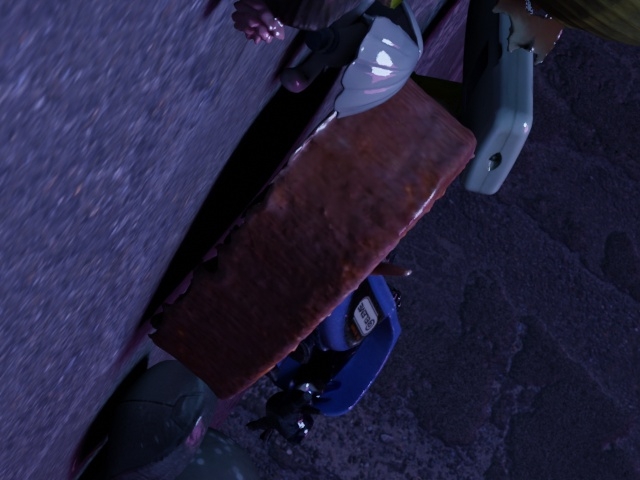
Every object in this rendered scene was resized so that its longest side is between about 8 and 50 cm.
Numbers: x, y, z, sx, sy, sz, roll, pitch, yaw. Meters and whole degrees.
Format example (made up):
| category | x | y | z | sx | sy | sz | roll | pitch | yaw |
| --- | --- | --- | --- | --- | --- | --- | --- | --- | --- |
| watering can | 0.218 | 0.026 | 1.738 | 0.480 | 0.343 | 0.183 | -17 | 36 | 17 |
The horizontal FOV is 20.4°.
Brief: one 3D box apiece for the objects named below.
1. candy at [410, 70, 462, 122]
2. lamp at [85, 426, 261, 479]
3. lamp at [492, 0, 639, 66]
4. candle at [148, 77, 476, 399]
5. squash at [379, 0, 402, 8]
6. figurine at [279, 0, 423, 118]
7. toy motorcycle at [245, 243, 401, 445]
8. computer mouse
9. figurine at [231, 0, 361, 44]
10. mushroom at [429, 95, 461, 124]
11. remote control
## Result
| category | x | y | z | sx | sy | sz | roll | pitch | yaw |
| --- | --- | --- | --- | --- | --- | --- | --- | --- | --- |
| candy | 0.141 | -0.147 | 2.037 | 0.178 | 0.032 | 0.102 | 17 | -114 | 47 |
| lamp | -0.189 | 0.300 | 1.682 | 0.314 | 0.182 | 0.182 | -37 | 169 | -25 |
| lamp | 0.225 | -0.241 | 1.276 | 0.284 | 0.250 | 0.250 | -51 | 179 | 30 |
| candle | 0.000 | 0.000 | 1.342 | 0.287 | 0.131 | 0.317 | -47 | -179 | -2 |
| squash | 0.085 | -0.225 | 0.966 | 0.250 | 0.083 | 0.083 | -50 | 175 | -19 |
| figurine | 0.023 | -0.129 | 1.153 | 0.086 | 0.082 | 0.094 | -30 | 151 | -38 |
| toy motorcycle | -0.008 | 0.084 | 1.752 | 0.213 | 0.125 | 0.358 | -52 | 157 | -12 |
| computer mouse | -0.152 | 0.160 | 1.541 | 0.113 | 0.068 | 0.229 | -67 | -168 | -22 |
| figurine | 0.000 | -0.140 | 0.797 | 0.072 | 0.054 | 0.129 | -48 | 172 | -30 |
| mushroom | 0.030 | -0.026 | 1.925 | 0.329 | 0.122 | 0.159 | -56 | -159 | 17 |
| remote control | 0.193 | -0.196 | 1.931 | 0.140 | 0.056 | 0.296 | 115 | -15 | -51 |
